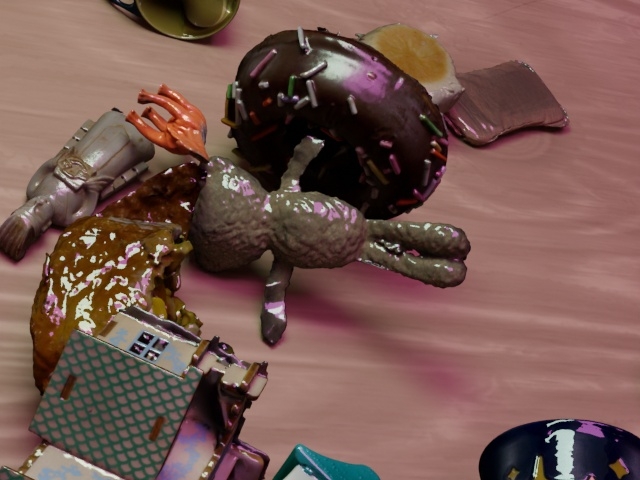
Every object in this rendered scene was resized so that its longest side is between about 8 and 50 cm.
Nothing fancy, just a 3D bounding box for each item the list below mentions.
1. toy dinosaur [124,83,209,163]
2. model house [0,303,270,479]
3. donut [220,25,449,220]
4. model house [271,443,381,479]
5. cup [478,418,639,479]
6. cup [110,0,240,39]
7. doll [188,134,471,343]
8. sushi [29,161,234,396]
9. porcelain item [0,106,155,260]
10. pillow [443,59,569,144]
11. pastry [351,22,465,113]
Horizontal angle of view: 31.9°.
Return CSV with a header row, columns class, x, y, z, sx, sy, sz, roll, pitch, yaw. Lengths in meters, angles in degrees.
class,x,y,z,sx,sy,sz,roll,pitch,yaw
toy dinosaur,-0.152,-0.120,1.178,0.101,0.055,0.279,31,11,-6
model house,-0.152,0.212,0.821,0.178,0.271,0.206,28,30,5
donut,0.012,-0.117,1.229,0.269,0.270,0.103,30,60,0
model house,-0.002,0.257,0.990,0.127,0.100,0.149,42,44,12
cup,0.187,0.325,1.019,0.178,0.255,0.256,51,36,-34
cup,-0.189,-0.353,1.434,0.176,0.131,0.155,-5,44,2
doll,-0.001,-0.017,1.159,0.091,0.286,0.203,-55,127,-70
sushi,-0.170,0.070,1.040,0.179,0.167,0.296,6,37,-1
porcelain item,-0.262,-0.060,1.172,0.084,0.054,0.213,34,45,5
pillow,0.247,-0.198,1.568,0.211,0.034,0.135,-14,62,-34
pastry,0.106,-0.213,1.462,0.166,0.088,0.166,9,52,-11
